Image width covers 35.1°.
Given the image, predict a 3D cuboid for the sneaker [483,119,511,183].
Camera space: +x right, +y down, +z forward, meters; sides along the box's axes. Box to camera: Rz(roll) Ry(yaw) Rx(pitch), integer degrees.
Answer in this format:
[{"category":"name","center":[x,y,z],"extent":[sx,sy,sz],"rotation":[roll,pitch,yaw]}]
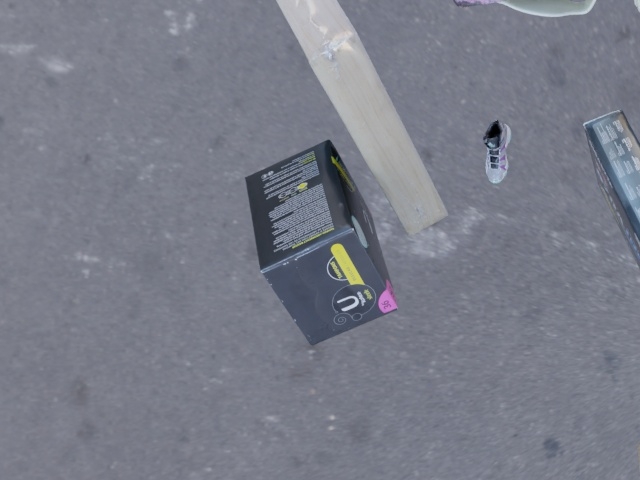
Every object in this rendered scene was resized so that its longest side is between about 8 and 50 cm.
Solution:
[{"category":"sneaker","center":[0.273,-0.143,1.601],"extent":[0.038,0.069,0.098],"rotation":[2,82,28]}]

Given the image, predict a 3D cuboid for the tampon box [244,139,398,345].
[{"category":"tampon box","center":[0.000,0.000,1.038],"extent":[0.101,0.120,0.161],"rotation":[-24,39,9]}]

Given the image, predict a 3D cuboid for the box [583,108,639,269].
[{"category":"box","center":[0.388,-0.024,1.209],"extent":[0.051,0.175,0.220],"rotation":[-24,63,11]}]

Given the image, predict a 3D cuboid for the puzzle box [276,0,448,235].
[{"category":"puzzle box","center":[0.003,-0.222,1.111],"extent":[0.052,0.272,0.409],"rotation":[-29,45,5]}]

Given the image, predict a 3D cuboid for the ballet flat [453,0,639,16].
[{"category":"ballet flat","center":[0.191,-0.190,0.684],"extent":[0.222,0.079,0.077],"rotation":[-1,48,15]}]

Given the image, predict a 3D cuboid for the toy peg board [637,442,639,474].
[{"category":"toy peg board","center":[0.563,0.388,1.503],"extent":[0.079,0.161,0.161],"rotation":[-38,36,47]}]
